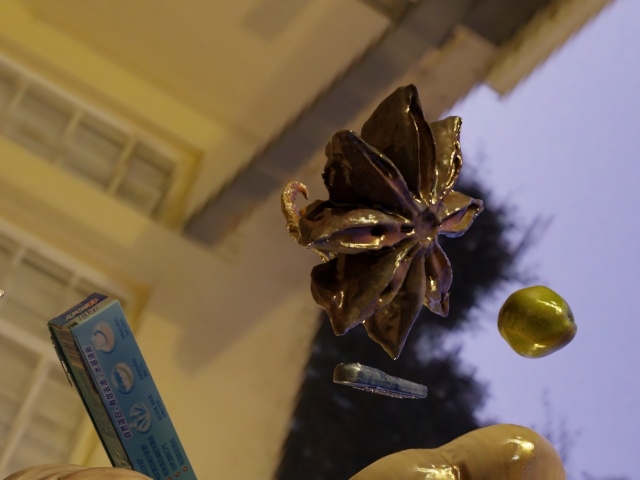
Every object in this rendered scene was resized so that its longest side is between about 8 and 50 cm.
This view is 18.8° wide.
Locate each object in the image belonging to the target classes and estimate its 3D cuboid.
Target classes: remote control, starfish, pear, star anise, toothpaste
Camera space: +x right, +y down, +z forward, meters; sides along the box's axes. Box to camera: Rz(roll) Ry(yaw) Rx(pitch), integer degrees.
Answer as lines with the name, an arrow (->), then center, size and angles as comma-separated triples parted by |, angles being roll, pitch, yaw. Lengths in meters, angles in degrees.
remote control -> 0.067, 0.164, 2.234 | 0.043, 0.152, 0.027 | -8, -107, 33
starfish -> -0.007, 0.007, 2.391 | 0.053, 0.150, 0.209 | -43, -133, 14
pear -> 0.261, 0.096, 2.298 | 0.097, 0.092, 0.092 | 22, -101, 27
star anise -> 0.079, -0.022, 2.278 | 0.118, 0.331, 0.331 | 4, -119, 37
toothpaste -> -0.191, 0.186, 1.960 | 0.066, 0.272, 0.053 | -35, -155, -29

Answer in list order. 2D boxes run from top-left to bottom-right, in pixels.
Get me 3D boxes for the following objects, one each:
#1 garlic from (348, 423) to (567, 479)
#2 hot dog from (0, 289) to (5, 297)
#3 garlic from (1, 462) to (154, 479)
garlic -> 0.083, 0.183, 1.294 | 0.174, 0.124, 0.099 | -25, -144, -14
hot dog -> -0.329, 0.087, 1.557 | 0.192, 0.053, 0.099 | -31, -173, 22
garlic -> -0.172, 0.284, 1.298 | 0.207, 0.207, 0.256 | -32, -145, 56
